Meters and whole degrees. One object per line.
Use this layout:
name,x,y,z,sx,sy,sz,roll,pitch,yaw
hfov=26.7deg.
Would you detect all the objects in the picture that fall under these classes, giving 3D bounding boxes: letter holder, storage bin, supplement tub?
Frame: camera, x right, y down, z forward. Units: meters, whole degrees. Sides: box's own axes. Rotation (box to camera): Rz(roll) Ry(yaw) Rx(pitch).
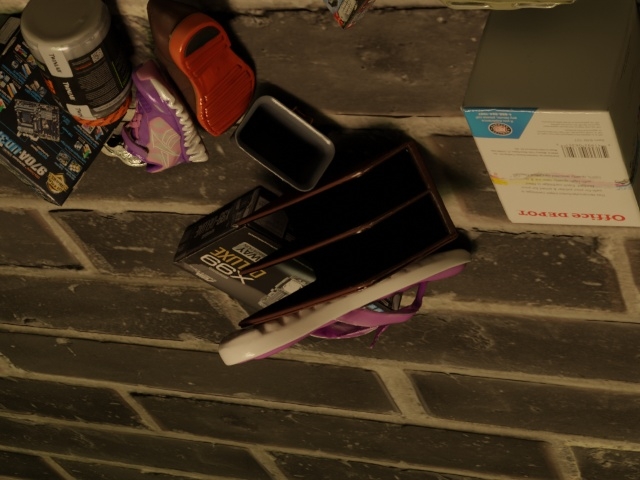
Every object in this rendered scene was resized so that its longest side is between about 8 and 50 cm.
letter holder,0.000,0.000,1.912,0.302,0.214,0.152,-20,97,49
storage bin,-0.059,-0.139,1.881,0.135,0.098,0.091,36,170,-17
supplement tub,-0.319,-0.244,1.804,0.117,0.117,0.190,9,150,15

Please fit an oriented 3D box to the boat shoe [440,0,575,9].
boat shoe,0.235,-0.299,1.437,0.302,0.109,0.094,9,166,36

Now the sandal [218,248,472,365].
sandal,0.044,0.118,2.033,0.416,0.102,0.169,-21,-178,-17

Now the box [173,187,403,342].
box,-0.052,0.048,2.215,0.307,0.076,0.242,31,149,-24

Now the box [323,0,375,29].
box,0.034,-0.313,1.529,0.094,0.027,0.137,57,150,7

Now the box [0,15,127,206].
box,-0.398,-0.180,1.897,0.051,0.175,0.220,18,161,46

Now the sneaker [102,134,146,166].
sneaker,-0.299,-0.139,2.067,0.083,0.032,0.037,17,152,0

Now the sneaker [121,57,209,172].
sneaker,-0.229,-0.160,1.867,0.104,0.095,0.236,-24,156,-3

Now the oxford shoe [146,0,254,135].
oxford shoe,-0.159,-0.234,1.792,0.098,0.097,0.271,41,166,23

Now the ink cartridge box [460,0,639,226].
ink cartridge box,0.290,-0.146,1.582,0.171,0.168,0.233,4,149,25
